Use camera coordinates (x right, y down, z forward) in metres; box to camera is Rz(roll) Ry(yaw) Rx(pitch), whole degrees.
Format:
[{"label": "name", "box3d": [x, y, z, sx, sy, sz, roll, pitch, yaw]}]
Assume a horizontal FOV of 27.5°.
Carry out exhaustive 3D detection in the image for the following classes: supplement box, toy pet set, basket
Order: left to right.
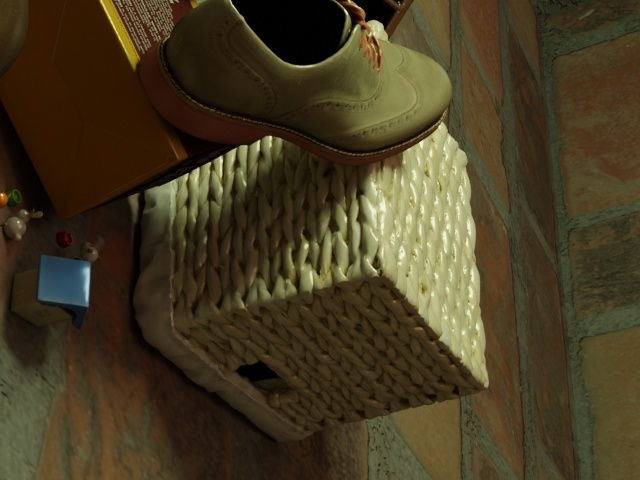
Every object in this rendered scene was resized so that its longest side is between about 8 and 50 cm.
[{"label": "toy pet set", "box3d": [-0.224, 0.009, 1.096, 0.122, 0.065, 0.114, 45, 36, -52]}, {"label": "supplement box", "box3d": [-0.179, -0.143, 1.184, 0.191, 0.129, 0.194, 64, 22, -2]}, {"label": "basket", "box3d": [0.000, 0.000, 1.398, 0.328, 0.266, 0.331, 48, 35, -52]}]

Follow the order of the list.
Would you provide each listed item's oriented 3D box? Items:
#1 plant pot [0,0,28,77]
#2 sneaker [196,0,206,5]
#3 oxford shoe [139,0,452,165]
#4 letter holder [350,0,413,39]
[{"label": "plant pot", "box3d": [-0.289, -0.168, 0.898, 0.230, 0.215, 0.215, -2, 78, -83]}, {"label": "sneaker", "box3d": [-0.121, -0.206, 1.339, 0.081, 0.208, 0.094, 56, 35, -74]}, {"label": "oxford shoe", "box3d": [0.016, -0.149, 1.148, 0.348, 0.130, 0.123, -5, 62, -46]}, {"label": "letter holder", "box3d": [-0.059, -0.347, 1.426, 0.302, 0.152, 0.214, 38, 9, 35]}]
